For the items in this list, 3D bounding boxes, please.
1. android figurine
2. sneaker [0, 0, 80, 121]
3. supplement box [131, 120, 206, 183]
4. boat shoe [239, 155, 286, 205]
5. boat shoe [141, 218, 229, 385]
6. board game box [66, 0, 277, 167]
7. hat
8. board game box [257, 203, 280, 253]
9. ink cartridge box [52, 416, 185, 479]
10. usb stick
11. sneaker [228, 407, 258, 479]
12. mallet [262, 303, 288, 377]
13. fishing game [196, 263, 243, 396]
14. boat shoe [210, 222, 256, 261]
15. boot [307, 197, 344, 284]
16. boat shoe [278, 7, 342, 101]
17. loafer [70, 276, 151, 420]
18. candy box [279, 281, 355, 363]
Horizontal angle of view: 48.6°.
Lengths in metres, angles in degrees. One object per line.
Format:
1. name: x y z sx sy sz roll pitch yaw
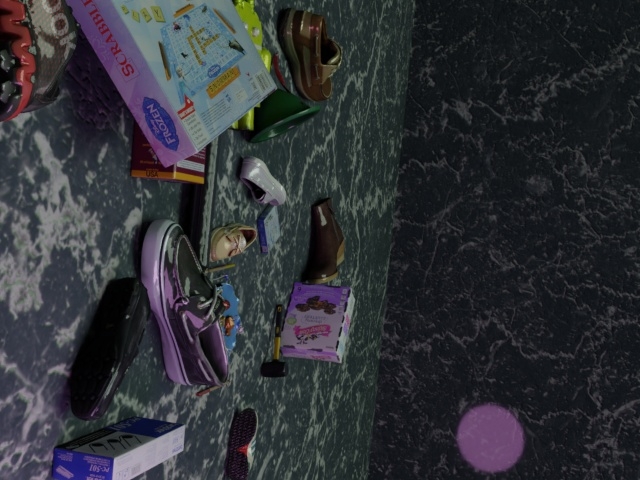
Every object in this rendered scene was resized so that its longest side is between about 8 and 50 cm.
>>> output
1. android figurine: -0.162 -0.357 1.415 0.248 0.056 0.273 -17 112 -73
2. sneaker: -0.330 -0.268 0.776 0.135 0.097 0.276 -26 121 -71
3. supplement box: -0.238 -0.190 1.142 0.104 0.080 0.188 1 94 -73
4. boat shoe: -0.130 -0.116 1.579 0.184 0.066 0.063 63 45 -63
5. boat shoe: -0.217 0.112 1.225 0.121 0.119 0.335 -64 153 -52
6. board game box: -0.211 -0.307 1.019 0.318 0.065 0.319 62 27 -17
7. hat: -0.114 -0.330 1.559 0.184 0.172 0.208 65 -13 -3
8. board game box: -0.123 -0.030 1.697 0.090 0.020 0.090 -60 149 -56
9. ink cartridge box: -0.293 0.311 1.056 0.207 0.097 0.046 7 87 -73
10. usb stick: -0.214 -0.081 1.297 0.077 0.045 0.278 165 -70 -79
11. sneaker: -0.175 0.461 1.606 0.075 0.057 0.162 99 -2 -76
12. mallet: -0.099 0.251 1.777 0.039 0.062 0.190 60 37 -61
13. fishing game: -0.199 0.180 1.455 0.189 0.041 0.264 1 93 -71
14. boat shoe: -0.178 0.001 1.441 0.170 0.059 0.063 -48 139 -65
15. boot: 0.000 0.000 2.072 0.248 0.090 0.207 -49 128 -62
16. boat shoe: -0.008 -0.459 1.802 0.324 0.119 0.123 55 42 -66
17. loafer: -0.297 0.160 1.037 0.078 0.076 0.223 62 32 -49
18. candy box: -0.008 0.218 1.899 0.070 0.164 0.196 71 28 -54
